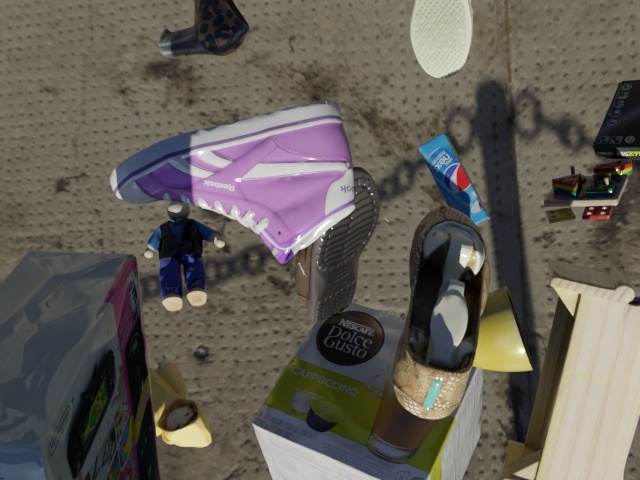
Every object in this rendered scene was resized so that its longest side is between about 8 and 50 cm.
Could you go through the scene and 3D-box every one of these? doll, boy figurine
[{"bbox_3d":[-0.213,0.015,1.095,0.129,0.046,0.189,-13,56,-2],"label":"doll"},{"bbox_3d":[-0.314,0.284,1.235,0.285,0.092,0.177,29,53,28],"label":"boy figurine"}]

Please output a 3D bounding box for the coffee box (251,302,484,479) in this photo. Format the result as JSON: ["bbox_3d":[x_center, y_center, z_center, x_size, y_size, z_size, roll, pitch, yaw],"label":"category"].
[{"bbox_3d":[0.114,0.374,1.400,0.338,0.338,0.334,17,51,25],"label":"coffee box"}]

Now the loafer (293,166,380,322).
[{"bbox_3d":[0.000,0.000,1.243,0.134,0.366,0.130,-24,56,-31],"label":"loafer"}]

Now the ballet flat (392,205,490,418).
[{"bbox_3d":[0.104,0.039,0.552,0.073,0.067,0.206,13,53,0],"label":"ballet flat"}]

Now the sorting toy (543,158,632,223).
[{"bbox_3d":[0.505,-0.108,1.336,0.132,0.274,0.046,1,116,33],"label":"sorting toy"}]

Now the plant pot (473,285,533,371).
[{"bbox_3d":[0.265,0.148,1.093,0.095,0.134,0.134,-18,84,16],"label":"plant pot"}]

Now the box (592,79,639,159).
[{"bbox_3d":[0.667,-0.244,1.395,0.184,0.045,0.190,7,60,47],"label":"box"}]

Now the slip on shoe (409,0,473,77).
[{"bbox_3d":[0.228,-0.465,1.300,0.123,0.101,0.331,5,125,25],"label":"slip on shoe"}]

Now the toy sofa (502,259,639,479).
[{"bbox_3d":[0.409,0.223,1.090,0.177,0.150,0.362,12,102,15],"label":"toy sofa"}]

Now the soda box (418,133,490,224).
[{"bbox_3d":[0.297,-0.127,1.547,0.067,0.071,0.210,-29,82,16],"label":"soda box"}]

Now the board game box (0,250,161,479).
[{"bbox_3d":[-0.194,0.192,0.528,0.098,0.224,0.303,3,117,0],"label":"board game box"}]

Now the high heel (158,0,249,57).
[{"bbox_3d":[-0.136,-0.384,0.991,0.186,0.093,0.261,10,86,45],"label":"high heel"}]

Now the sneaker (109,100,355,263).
[{"bbox_3d":[-0.099,-0.044,0.781,0.282,0.102,0.161,-12,88,16],"label":"sneaker"}]
